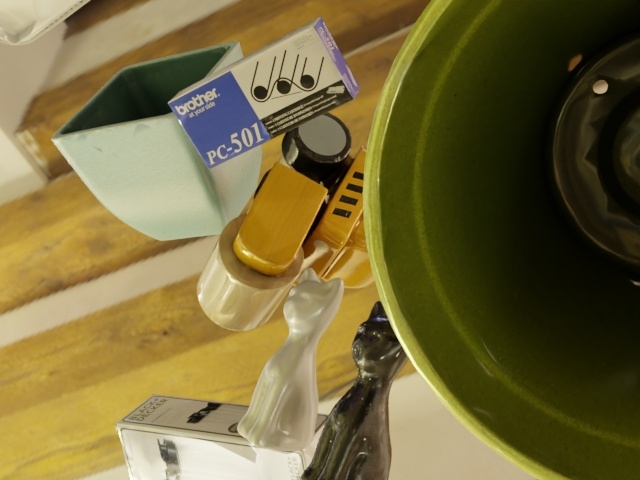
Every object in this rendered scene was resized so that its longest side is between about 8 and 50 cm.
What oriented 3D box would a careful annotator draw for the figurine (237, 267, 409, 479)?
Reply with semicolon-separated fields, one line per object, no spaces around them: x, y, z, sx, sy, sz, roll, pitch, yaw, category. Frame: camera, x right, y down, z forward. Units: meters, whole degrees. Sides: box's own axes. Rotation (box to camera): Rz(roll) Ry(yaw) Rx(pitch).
0.011;0.147;0.987;0.215;0.092;0.209;25;-80;51;figurine

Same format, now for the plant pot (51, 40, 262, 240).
-0.231;-0.143;1.491;0.247;0.252;0.248;-7;-146;27;plant pot

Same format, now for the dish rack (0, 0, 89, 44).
-0.388;-0.358;1.050;0.286;0.333;0.072;-26;-123;25;dish rack

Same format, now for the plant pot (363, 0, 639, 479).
0.257;-0.047;0.653;0.367;0.366;0.353;-15;-175;22;plant pot

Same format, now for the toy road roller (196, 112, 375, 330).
0.000;0.000;1.276;0.329;0.241;0.202;-61;-177;-36;toy road roller

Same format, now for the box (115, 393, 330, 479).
-0.117;0.305;1.196;0.290;0.169;0.087;0;-160;28;box

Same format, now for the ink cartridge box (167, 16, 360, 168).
-0.067;-0.171;1.067;0.207;0.097;0.046;-22;-159;23;ink cartridge box
